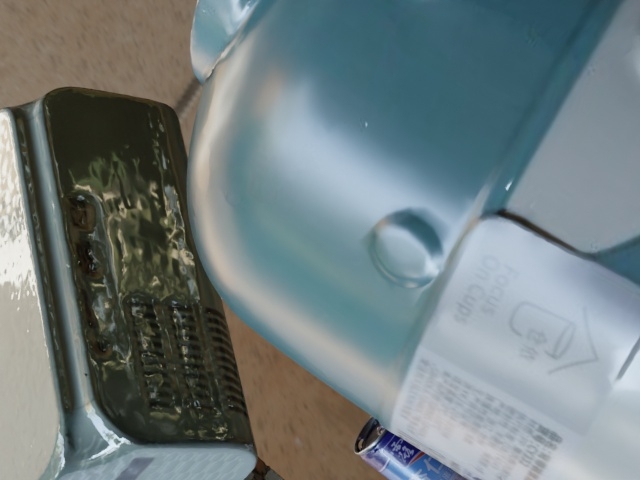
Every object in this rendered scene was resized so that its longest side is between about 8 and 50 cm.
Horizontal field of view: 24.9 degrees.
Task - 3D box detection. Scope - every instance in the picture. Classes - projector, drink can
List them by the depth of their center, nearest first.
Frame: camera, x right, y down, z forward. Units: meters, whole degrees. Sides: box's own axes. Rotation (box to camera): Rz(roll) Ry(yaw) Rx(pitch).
[{"bbox_3d":[-0.138,0.076,0.739,0.108,0.250,0.198,7,52,-33],"label":"projector"},{"bbox_3d":[0.162,0.310,1.903,0.235,0.097,0.097,39,87,-11],"label":"drink can"}]

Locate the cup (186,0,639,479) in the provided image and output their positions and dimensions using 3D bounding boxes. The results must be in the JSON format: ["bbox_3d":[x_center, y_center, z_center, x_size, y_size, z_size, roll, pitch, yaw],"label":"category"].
[{"bbox_3d":[0.098,-0.027,0.434,0.258,0.289,0.219,30,78,10],"label":"cup"}]

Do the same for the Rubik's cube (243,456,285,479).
[{"bbox_3d":[-0.135,0.283,1.322,0.182,0.187,0.184,41,106,0],"label":"Rubik's cube"}]
